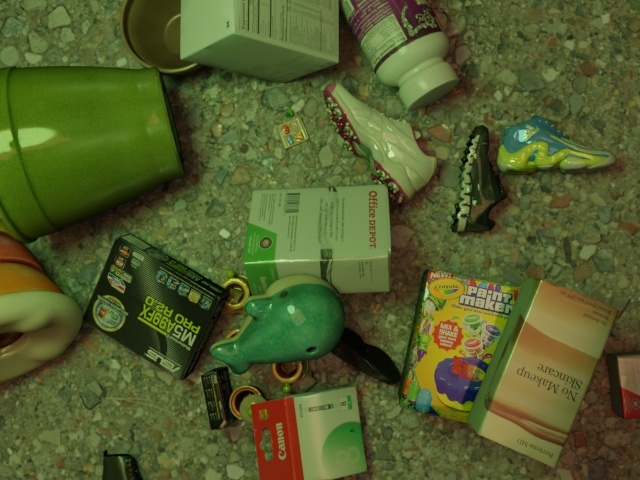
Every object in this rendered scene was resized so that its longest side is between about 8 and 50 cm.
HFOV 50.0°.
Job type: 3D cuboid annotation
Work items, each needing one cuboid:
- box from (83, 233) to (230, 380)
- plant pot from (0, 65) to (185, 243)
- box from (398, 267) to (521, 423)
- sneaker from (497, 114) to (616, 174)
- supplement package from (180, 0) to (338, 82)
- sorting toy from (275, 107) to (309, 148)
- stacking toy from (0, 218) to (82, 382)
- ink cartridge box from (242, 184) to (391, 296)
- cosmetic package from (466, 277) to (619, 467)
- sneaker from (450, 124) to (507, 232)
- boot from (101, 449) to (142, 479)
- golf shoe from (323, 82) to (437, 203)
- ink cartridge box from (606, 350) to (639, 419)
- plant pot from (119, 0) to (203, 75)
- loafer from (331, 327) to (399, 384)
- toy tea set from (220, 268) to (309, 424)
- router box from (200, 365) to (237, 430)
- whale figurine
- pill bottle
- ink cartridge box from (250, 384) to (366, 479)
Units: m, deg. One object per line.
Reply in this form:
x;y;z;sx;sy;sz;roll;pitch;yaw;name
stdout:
-0.359;0.143;1.493;0.270;0.060;0.216;30;104;9;box
-0.480;-0.211;1.439;0.352;0.366;0.367;-13;85;-8;plant pot
0.327;0.222;1.393;0.289;0.177;0.279;12;87;6;box
0.495;-0.206;1.443;0.240;0.091;0.126;0;86;7;sneaker
-0.123;-0.461;1.404;0.199;0.262;0.198;-4;84;49;supplement package
-0.069;-0.254;1.542;0.062;0.012;0.083;-23;85;4;sorting toy
-0.753;0.048;1.481;0.350;0.350;0.480;-30;69;3;stacking toy
0.000;0.000;1.418;0.289;0.122;0.211;-2;47;6;ink cartridge box
0.393;0.229;1.232;0.153;0.129;0.296;21;88;5;cosmetic package
0.347;-0.125;1.463;0.106;0.078;0.234;9;91;3;sneaker
-0.394;0.534;1.501;0.197;0.077;0.137;1;82;5;boot
0.128;-0.227;1.484;0.140;0.115;0.306;-36;87;-11;golf shoe
0.691;0.290;1.402;0.175;0.072;0.128;-5;86;5;ink cartridge box
-0.315;-0.475;1.532;0.237;0.110;0.237;0;87;7;plant pot
0.094;0.257;1.481;0.170;0.062;0.061;39;130;0;loafer
-0.126;0.221;1.463;0.200;0.124;0.336;-7;86;5;toy tea set
-0.218;0.339;1.482;0.038;0.092;0.122;-12;86;6;router box
-0.077;0.187;1.328;0.272;0.216;0.141;-32;44;7;whale figurine
0.168;-0.434;1.450;0.169;0.169;0.302;-28;85;3;pill bottle
-0.022;0.410;1.433;0.224;0.056;0.181;-6;86;-24;ink cartridge box
